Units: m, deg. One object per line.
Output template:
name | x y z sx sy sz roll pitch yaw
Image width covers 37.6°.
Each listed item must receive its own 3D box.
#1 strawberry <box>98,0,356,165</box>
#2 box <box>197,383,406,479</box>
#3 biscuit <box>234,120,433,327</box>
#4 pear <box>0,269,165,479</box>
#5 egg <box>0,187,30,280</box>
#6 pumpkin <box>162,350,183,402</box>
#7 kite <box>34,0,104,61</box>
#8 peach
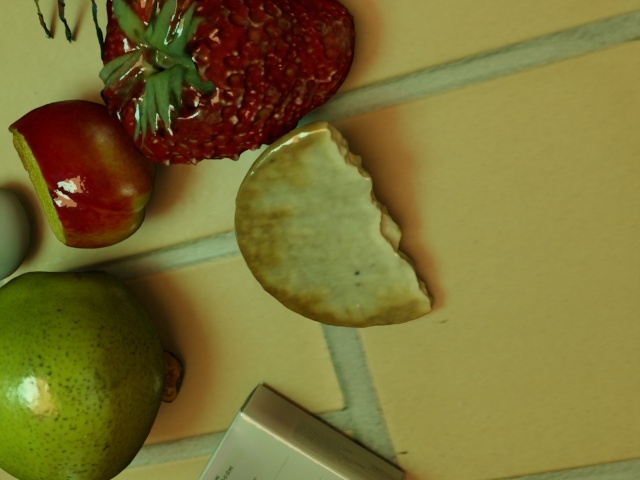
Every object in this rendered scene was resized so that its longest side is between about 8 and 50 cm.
strawberry | -0.118 -0.220 1.130 0.261 0.258 0.261 6 99 41
box | -0.039 0.356 1.307 0.252 0.106 0.203 30 112 3
biscuit | 0.000 0.000 1.195 0.205 0.040 0.309 -21 120 19
pear | -0.340 0.185 1.243 0.294 0.294 0.294 3 105 12
egg | -0.458 -0.008 1.309 0.103 0.103 0.135 11 104 10
pumpkin | -0.217 0.191 1.345 0.050 0.028 0.083 21 111 19
kite | -0.320 -0.333 1.150 0.152 0.015 0.285 22 146 13
peach | -0.311 -0.085 1.210 0.193 0.190 0.190 12 108 -10
